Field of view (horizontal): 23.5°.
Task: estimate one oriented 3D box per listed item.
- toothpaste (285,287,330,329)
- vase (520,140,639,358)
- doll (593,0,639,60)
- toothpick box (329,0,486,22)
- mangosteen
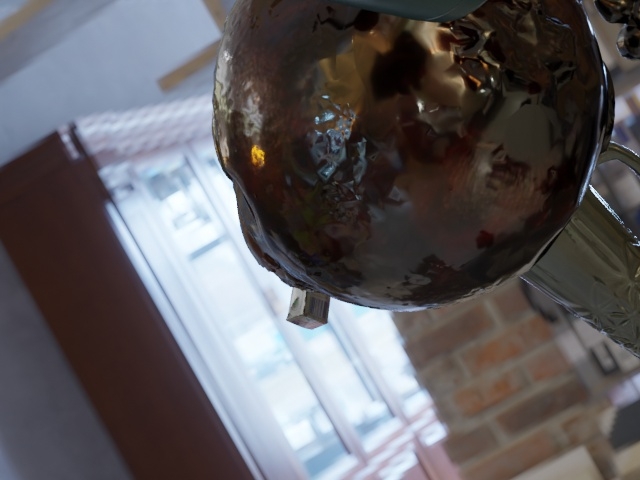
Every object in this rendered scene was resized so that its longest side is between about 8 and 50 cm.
[{"bbox_3d":[0.000,0.000,1.737,0.040,0.196,0.047,17,-18,-26],"label":"toothpaste"},{"bbox_3d":[0.337,0.014,1.907,0.251,0.301,0.156,-45,17,17],"label":"vase"},{"bbox_3d":[0.365,-0.182,1.596,0.091,0.219,0.067,-31,6,-10],"label":"doll"},{"bbox_3d":[0.024,-0.202,0.948,0.184,0.120,0.120,0,-22,-42],"label":"toothpick box"},{"bbox_3d":[0.082,-0.120,1.432,0.381,0.381,0.421,-30,-3,-6],"label":"mangosteen"}]
